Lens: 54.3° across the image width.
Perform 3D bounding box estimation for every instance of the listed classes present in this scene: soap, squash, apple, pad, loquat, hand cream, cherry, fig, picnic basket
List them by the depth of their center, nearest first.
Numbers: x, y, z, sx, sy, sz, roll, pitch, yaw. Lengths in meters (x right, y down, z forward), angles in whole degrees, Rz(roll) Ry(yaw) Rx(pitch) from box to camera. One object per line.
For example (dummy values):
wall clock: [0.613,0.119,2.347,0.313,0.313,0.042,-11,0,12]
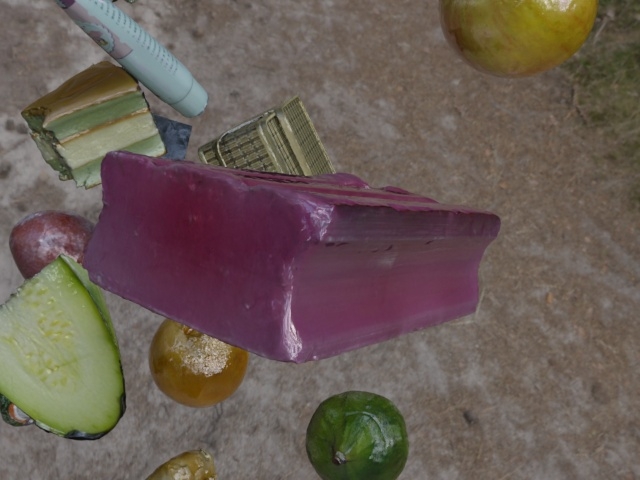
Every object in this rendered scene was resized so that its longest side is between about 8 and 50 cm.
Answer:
soap: [0.000,0.000,0.604,0.233,0.128,0.360,17,10,33]
hand cream: [-0.249,-0.258,0.761,0.058,0.331,0.085,-35,58,7]
squash: [-0.375,0.178,0.913,0.204,0.237,0.155,37,21,-45]
apple: [0.351,-0.423,1.101,0.233,0.286,0.286,27,39,-37]
fig: [0.072,0.374,1.143,0.203,0.235,0.203,0,80,0]
pad: [-0.333,-0.179,1.269,0.116,0.004,0.193,14,56,-16]
picnic basket: [-0.093,-0.160,1.328,0.228,0.175,0.313,64,19,-15]
cherry: [-0.675,0.037,1.645,0.213,0.285,0.236,-37,45,-3]
loquat: [-0.385,0.366,1.981,0.329,0.328,0.328,10,48,-11]

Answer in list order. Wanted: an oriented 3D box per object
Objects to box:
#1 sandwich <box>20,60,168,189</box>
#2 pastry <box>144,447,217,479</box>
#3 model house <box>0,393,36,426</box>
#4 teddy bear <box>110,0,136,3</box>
sandwich: [-0.427,-0.215,1.148,0.198,0.155,0.227,-29,37,-18]
pastry: [-0.418,0.738,1.752,0.316,0.284,0.184,-41,76,1]
model house: [-0.737,0.440,1.817,0.271,0.301,0.190,5,80,-54]
teddy bear: [-0.506,-0.621,1.463,0.133,0.111,0.213,-26,48,-2]
